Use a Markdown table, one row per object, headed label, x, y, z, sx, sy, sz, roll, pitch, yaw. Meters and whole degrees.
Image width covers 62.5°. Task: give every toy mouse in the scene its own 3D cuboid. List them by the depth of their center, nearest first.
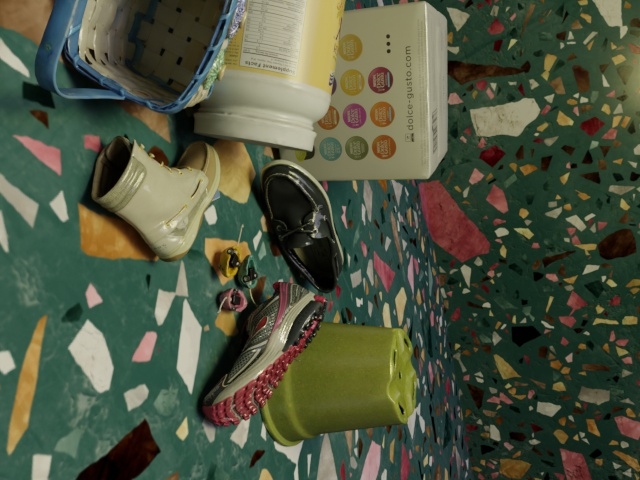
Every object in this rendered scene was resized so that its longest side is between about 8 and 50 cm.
| label | x | y | z | sx | sy | sz | roll | pitch | yaw |
| --- | --- | --- | --- | --- | --- | --- | --- | --- | --- |
| toy mouse | -0.148 | 0.077 | 0.943 | 0.143 | 0.031 | 0.161 | 66 | 31 | -47 |

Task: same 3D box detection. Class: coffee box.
| label | x | y | z | sx | sy | sz | roll | pitch | yaw |
| --- | --- | --- | --- | --- | --- | --- | --- | --- | --- |
| coffee box | 0.105 | -0.333 | 1.213 | 0.338 | 0.334 | 0.338 | -44 | 133 | -63 |

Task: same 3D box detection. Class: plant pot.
| label | x | y | z | sx | sy | sz | roll | pitch | yaw |
| --- | --- | --- | --- | --- | --- | --- | --- | --- | --- |
| plant pot | 0.050 | 0.272 | 1.064 | 0.276 | 0.254 | 0.276 | -8 | 90 | -66 |

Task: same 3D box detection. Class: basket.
| label | x | y | z | sx | sy | sz | roll | pitch | yaw |
| --- | --- | --- | --- | --- | --- | --- | --- | --- | --- |
| basket | -0.207 | -0.289 | 0.637 | 0.255 | 0.201 | 0.289 | -65 | 171 | 15 |

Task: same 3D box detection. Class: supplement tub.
| label | x | y | z | sx | sy | sz | roll | pitch | yaw |
| --- | --- | --- | --- | --- | --- | --- | --- | --- | --- |
| supplement tub | -0.089 | -0.328 | 0.876 | 0.241 | 0.241 | 0.331 | -10 | 110 | -67 |

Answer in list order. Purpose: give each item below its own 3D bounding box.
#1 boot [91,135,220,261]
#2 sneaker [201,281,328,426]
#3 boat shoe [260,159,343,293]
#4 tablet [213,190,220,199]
| label | x | y | z | sx | sy | sz | roll | pitch | yaw |
| --- | --- | --- | --- | --- | --- | --- | --- | --- | --- |
| boot | -0.229 | -0.098 | 0.759 | 0.165 | 0.077 | 0.213 | 52 | 41 | -47 |
| sneaker | -0.105 | 0.193 | 0.925 | 0.299 | 0.112 | 0.121 | -48 | 157 | -42 |
| boat shoe | -0.036 | -0.012 | 1.114 | 0.113 | 0.127 | 0.340 | -86 | 163 | -45 |
| tablet | -0.202 | -0.090 | 0.906 | 0.083 | 0.006 | 0.054 | -40 | 120 | -62 |
